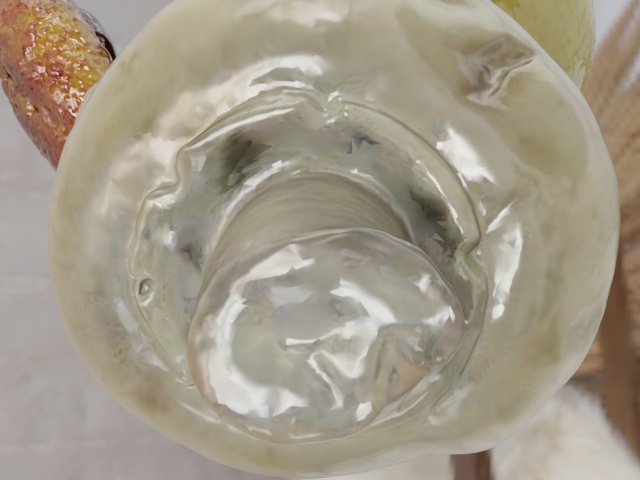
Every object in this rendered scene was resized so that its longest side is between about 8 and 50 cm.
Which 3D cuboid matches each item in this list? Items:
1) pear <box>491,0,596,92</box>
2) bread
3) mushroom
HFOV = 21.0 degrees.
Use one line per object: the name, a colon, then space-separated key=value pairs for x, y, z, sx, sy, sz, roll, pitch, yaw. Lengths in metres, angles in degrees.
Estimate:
pear: x=0.056 y=-0.169 z=1.345 sx=0.309 sy=0.309 sz=0.309 roll=-4 pitch=95 yaw=-59
bread: x=-0.168 y=-0.075 z=1.293 sx=0.139 sy=0.095 sz=0.268 roll=112 pitch=-47 yaw=-80
mushroom: x=0.000 y=0.000 z=0.891 sx=0.336 sy=0.314 sz=0.314 roll=-74 pitch=160 yaw=-80
